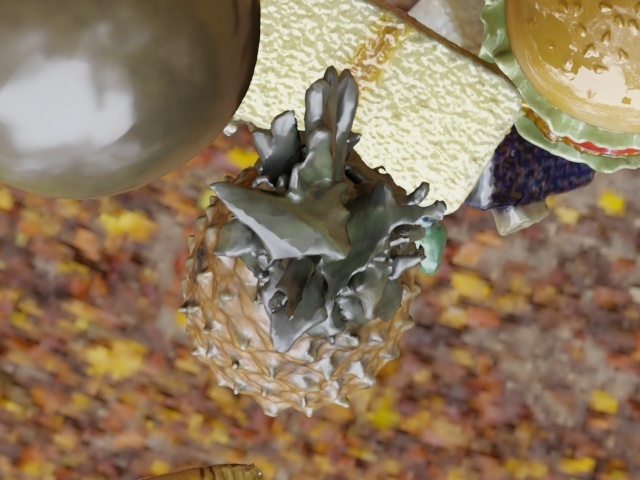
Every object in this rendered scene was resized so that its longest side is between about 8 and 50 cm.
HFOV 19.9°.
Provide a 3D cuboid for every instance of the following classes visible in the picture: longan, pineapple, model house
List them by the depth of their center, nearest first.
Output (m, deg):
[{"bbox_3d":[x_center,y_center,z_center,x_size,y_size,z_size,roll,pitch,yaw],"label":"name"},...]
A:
[{"bbox_3d":[0.000,0.000,1.065,0.169,0.169,0.340,20,162,-2],"label":"pineapple"},{"bbox_3d":[-0.159,-0.141,1.260,0.246,0.246,0.215,2,119,22],"label":"longan"},{"bbox_3d":[0.169,-0.122,2.167,0.243,0.284,0.298,-7,159,-36],"label":"model house"}]

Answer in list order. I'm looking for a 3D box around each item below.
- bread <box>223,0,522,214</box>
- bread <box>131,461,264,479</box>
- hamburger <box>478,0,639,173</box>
[{"bbox_3d":[0.040,-0.155,1.587,0.266,0.178,0.142,26,140,-6],"label":"bread"},{"bbox_3d":[-0.192,0.382,2.226,0.288,0.156,0.204,-2,148,-22],"label":"bread"},{"bbox_3d":[0.287,-0.209,1.743,0.274,0.274,0.212,16,170,4],"label":"hamburger"}]
